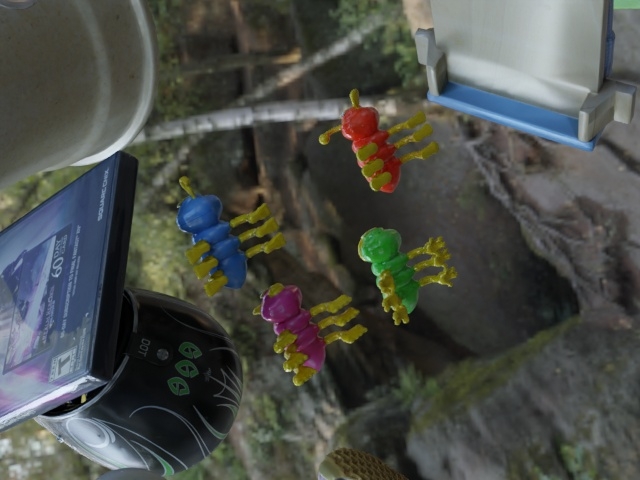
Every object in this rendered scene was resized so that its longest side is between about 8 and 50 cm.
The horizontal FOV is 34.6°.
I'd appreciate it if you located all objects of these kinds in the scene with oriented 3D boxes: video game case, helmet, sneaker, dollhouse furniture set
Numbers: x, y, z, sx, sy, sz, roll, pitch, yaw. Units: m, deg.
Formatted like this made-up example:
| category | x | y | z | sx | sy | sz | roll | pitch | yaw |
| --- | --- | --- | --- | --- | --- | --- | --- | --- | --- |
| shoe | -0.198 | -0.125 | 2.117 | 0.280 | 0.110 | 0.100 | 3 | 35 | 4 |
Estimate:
| category | x | y | z | sx | sy | sz | roll | pitch | yaw |
| --- | --- | --- | --- | --- | --- | --- | --- | --- | --- |
| video game case | -0.250 | 0.063 | 0.851 | 0.274 | 0.026 | 0.196 | -26 | 49 | 36 |
| helmet | -0.147 | 0.124 | 0.882 | 0.161 | 0.169 | 0.169 | 38 | -155 | -40 |
| sneaker | 0.053 | 0.231 | 0.826 | 0.084 | 0.185 | 0.069 | -54 | 38 | 3 |
| dollhouse furniture set | 0.207 | -0.218 | 0.680 | 0.198 | 0.303 | 0.286 | -59 | -26 | -22 |

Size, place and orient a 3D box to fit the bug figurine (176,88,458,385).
| category | x | y | z | sx | sy | sz | roll | pitch | yaw |
| --- | --- | --- | --- | --- | --- | --- | --- | --- | --- |
| bug figurine | 0.000 | 0.000 | 0.921 | 0.072 | 0.279 | 0.216 | -5 | 112 | 56 |

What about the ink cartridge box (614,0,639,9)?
| category | x | y | z | sx | sy | sz | roll | pitch | yaw |
| --- | --- | --- | --- | --- | --- | --- | --- | --- | --- |
| ink cartridge box | 0.461 | -0.326 | 1.156 | 0.189 | 0.255 | 0.097 | 19 | 122 | 56 |

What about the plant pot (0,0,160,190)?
| category | x | y | z | sx | sy | sz | roll | pitch | yaw |
| --- | --- | --- | --- | --- | --- | --- | --- | --- | --- |
| plant pot | -0.373 | -0.150 | 0.956 | 0.305 | 0.334 | 0.334 | -50 | -31 | -47 |

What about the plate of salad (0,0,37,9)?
| category | x | y | z | sx | sy | sz | roll | pitch | yaw |
| --- | --- | --- | --- | --- | --- | --- | --- | --- | --- |
| plate of salad | -0.236 | -0.241 | 0.655 | 0.200 | 0.048 | 0.200 | -17 | -90 | -77 |

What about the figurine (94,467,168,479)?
| category | x | y | z | sx | sy | sz | roll | pitch | yaw |
| --- | --- | --- | --- | --- | --- | --- | --- | --- | --- |
| figurine | -0.202 | 0.193 | 0.612 | 0.209 | 0.215 | 0.092 | -38 | 45 | 50 |
